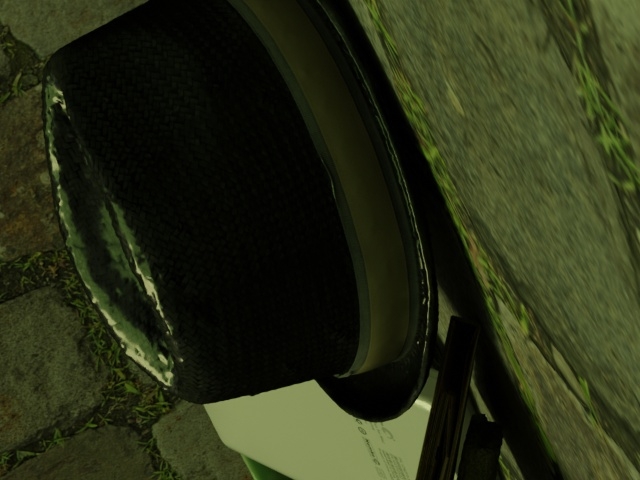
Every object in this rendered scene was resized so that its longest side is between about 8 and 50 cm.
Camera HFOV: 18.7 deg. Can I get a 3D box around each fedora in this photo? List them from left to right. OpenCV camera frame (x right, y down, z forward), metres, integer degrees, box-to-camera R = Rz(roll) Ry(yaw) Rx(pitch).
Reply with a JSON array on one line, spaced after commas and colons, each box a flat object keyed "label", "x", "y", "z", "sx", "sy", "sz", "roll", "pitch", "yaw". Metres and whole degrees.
[{"label": "fedora", "x": -0.067, "y": -0.026, "z": 1.154, "sx": 0.334, "sy": 0.152, "sz": 0.334, "roll": 49, "pitch": 152, "yaw": 37}]

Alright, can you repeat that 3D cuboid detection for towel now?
[{"label": "towel", "x": 0.096, "y": 0.169, "z": 1.232, "sx": 0.148, "sy": 0.027, "sz": 0.110, "roll": -10, "pitch": -70, "yaw": -83}]

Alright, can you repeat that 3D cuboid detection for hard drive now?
[{"label": "hard drive", "x": 0.009, "y": 0.138, "z": 1.522, "sx": 0.307, "sy": 0.040, "sz": 0.203, "roll": 21, "pitch": 145, "yaw": 41}]

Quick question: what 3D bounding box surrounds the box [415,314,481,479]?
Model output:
[{"label": "box", "x": 0.072, "y": 0.151, "z": 1.207, "sx": 0.201, "sy": 0.021, "sz": 0.164, "roll": 81, "pitch": -159, "yaw": -71}]

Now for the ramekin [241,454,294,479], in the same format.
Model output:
[{"label": "ramekin", "x": 0.033, "y": 0.230, "z": 1.891, "sx": 0.303, "sy": 0.148, "sz": 0.303, "roll": 59, "pitch": 179, "yaw": 1}]
